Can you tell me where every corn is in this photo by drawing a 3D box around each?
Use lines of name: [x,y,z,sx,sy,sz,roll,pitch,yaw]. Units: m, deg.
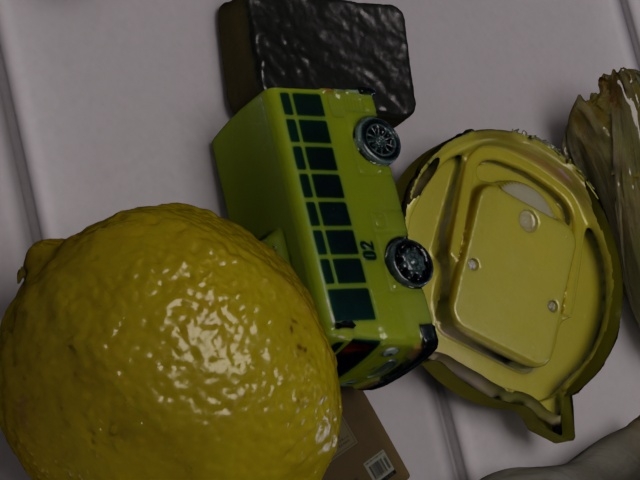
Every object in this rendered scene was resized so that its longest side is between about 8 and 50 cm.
corn: [0.352,-0.030,2.051,0.122,0.123,0.305,-19,84,-36]

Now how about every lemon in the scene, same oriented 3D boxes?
lemon: [-0.115,0.117,1.576,0.322,0.268,0.268,42,54,-12]

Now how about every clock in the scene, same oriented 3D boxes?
clock: [0.173,0.034,1.933,0.277,0.071,0.293,34,62,-21]

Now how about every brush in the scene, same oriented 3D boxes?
brush: [0.000,-0.174,1.892,0.197,0.059,0.123,3,71,-35]

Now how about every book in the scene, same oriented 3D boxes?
book: [-0.010,0.165,1.790,0.138,0.016,0.198,-31,93,-39]

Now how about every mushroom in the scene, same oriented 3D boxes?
mushroom: [0.234,0.256,1.888,0.351,0.097,0.109,-15,85,-42]

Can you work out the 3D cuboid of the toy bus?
toy bus: [0.000,0.000,1.773,0.150,0.128,0.262,0,66,-34]
